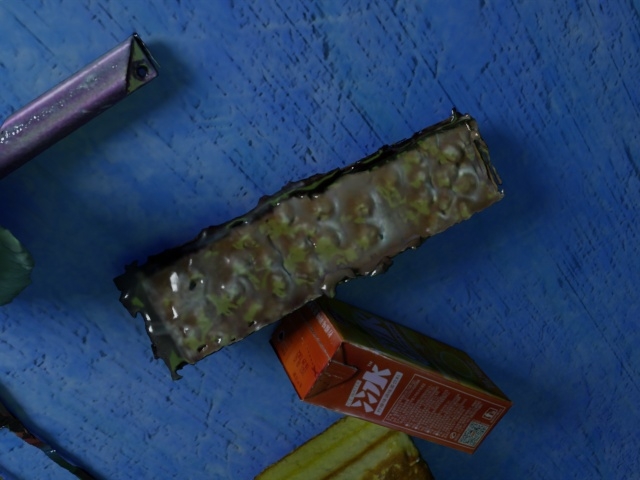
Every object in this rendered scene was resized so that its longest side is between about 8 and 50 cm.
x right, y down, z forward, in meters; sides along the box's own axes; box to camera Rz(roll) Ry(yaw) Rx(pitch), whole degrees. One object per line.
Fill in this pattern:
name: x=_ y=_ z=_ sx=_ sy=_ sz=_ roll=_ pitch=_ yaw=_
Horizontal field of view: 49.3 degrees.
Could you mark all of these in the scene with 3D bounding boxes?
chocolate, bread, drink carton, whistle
chocolate: x=-0.002 y=-0.003 z=0.583 sx=0.329 sy=0.065 sz=0.103 roll=-26 pitch=90 yaw=-8
bread: x=0.045 y=0.307 z=0.734 sx=0.184 sy=0.110 sz=0.234 roll=-31 pitch=122 yaw=-7
drink carton: x=0.069 y=0.127 z=0.661 sx=0.222 sy=0.096 sz=0.071 roll=26 pitch=103 yaw=-31
whistle: x=-0.191 y=-0.082 z=0.483 sx=0.176 sy=0.033 sz=0.033 roll=-35 pitch=123 yaw=-4

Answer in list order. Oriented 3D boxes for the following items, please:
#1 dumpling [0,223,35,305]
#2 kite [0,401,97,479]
dumpling: x=-0.279 y=0.016 z=0.439 sx=0.216 sy=0.105 sz=0.149 roll=-3 pitch=124 yaw=17
kite: x=-0.294 y=0.178 z=0.580 sx=0.152 sy=0.015 sz=0.285 roll=-38 pitch=123 yaw=-1
